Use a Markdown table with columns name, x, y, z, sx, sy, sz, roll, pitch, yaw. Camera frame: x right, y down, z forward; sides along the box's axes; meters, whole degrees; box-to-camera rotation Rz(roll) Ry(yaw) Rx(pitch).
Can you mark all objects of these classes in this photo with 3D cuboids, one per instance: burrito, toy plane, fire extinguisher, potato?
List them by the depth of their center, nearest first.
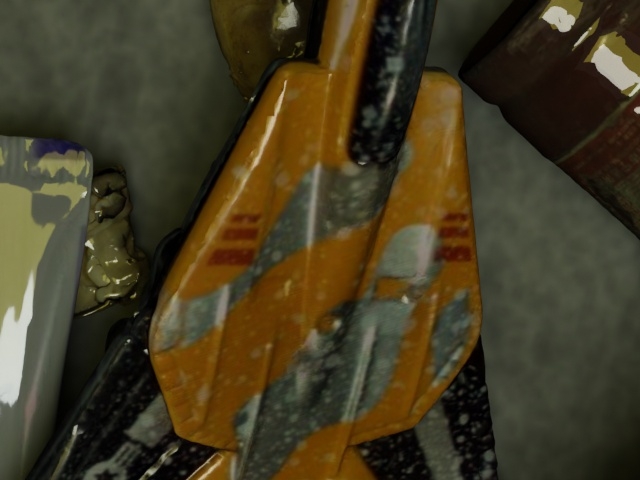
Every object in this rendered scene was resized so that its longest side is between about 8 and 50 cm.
| name | x | y | z | sx | sy | sz | roll | pitch | yaw |
| --- | --- | --- | --- | --- | --- | --- | --- | --- | --- |
| toy plane | -0.005 | -0.004 | 0.560 | 0.204 | 0.103 | 0.316 | 0 | 106 | -26 |
| fire extinguisher | 0.153 | 0.011 | 0.592 | 0.252 | 0.075 | 0.106 | 42 | 54 | -5 |
| potato | -0.011 | -0.078 | 0.606 | 0.051 | 0.040 | 0.083 | -16 | 100 | -9 |
| burrito | -0.140 | 0.022 | 0.616 | 0.171 | 0.042 | 0.051 | -20 | 101 | -1 |

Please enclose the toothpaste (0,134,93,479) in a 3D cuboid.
| name | x | y | z | sx | sy | sz | roll | pitch | yaw |
| --- | --- | --- | --- | --- | --- | --- | --- | --- | --- |
| toothpaste | -0.147 | 0.147 | 0.599 | 0.125 | 0.080 | 0.371 | 2 | 101 | -10 |
